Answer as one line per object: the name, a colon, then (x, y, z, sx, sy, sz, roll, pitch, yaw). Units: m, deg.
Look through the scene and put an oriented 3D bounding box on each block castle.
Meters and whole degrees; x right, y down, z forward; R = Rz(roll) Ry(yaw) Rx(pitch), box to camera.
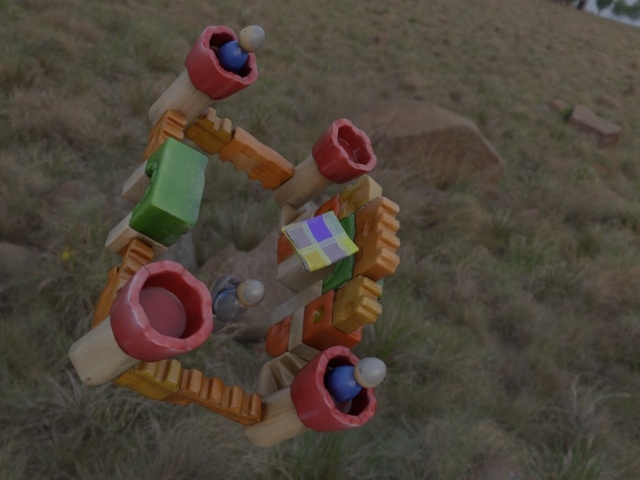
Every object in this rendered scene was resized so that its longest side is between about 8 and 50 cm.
block castle: (-0.067, -0.016, 0.772, 0.303, 0.213, 0.453, 32, 43, -29)

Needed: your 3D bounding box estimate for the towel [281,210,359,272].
towel: (0.000, 0.000, 0.737, 0.083, 0.009, 0.060, -19, 71, -40)
